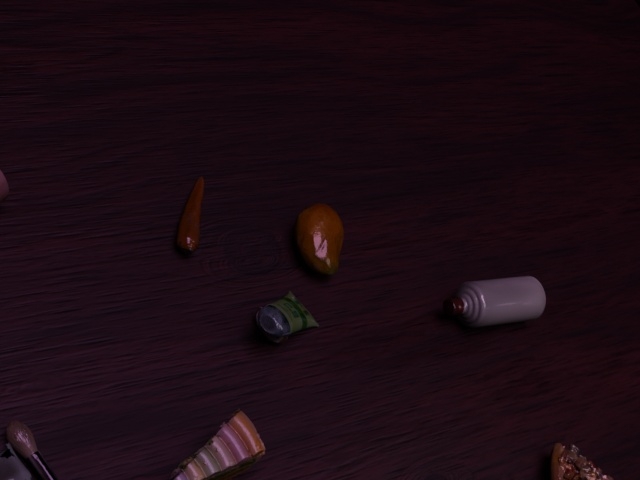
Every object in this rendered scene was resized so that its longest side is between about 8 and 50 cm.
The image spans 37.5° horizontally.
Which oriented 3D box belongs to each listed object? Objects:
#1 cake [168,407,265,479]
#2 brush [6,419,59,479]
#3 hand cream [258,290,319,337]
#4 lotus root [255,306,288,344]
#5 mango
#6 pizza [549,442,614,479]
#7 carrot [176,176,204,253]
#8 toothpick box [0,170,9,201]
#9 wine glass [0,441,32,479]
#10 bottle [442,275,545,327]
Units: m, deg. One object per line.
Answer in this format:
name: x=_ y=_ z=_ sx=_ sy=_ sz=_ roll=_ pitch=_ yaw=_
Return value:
cake: x=-0.190 y=0.395 z=1.599 sx=0.090 sy=0.109 sz=0.225 roll=45 pitch=48 yaw=7
brush: x=-0.417 y=0.413 z=1.518 sx=0.039 sy=0.042 sz=0.299 roll=-34 pitch=81 yaw=-26
hand cream: x=-0.065 y=0.148 z=1.856 sx=0.095 sy=0.046 sz=0.175 roll=48 pitch=23 yaw=11
lotus root: x=-0.100 y=0.170 z=1.861 sx=0.083 sy=0.030 sz=0.037 roll=55 pitch=25 yaw=13
mango: x=-0.006 y=-0.004 z=2.001 sx=0.115 sy=0.089 sz=0.165 roll=28 pitch=51 yaw=-21
pizza: x=0.556 y=0.508 z=1.926 sx=0.195 sy=0.052 sz=0.185 roll=17 pitch=52 yaw=-20
carrot: x=-0.261 y=-0.058 z=1.933 sx=0.048 sy=0.048 sz=0.216 roll=18 pitch=46 yaw=-16
toothpick box: x=-0.650 y=-0.076 z=1.696 sx=0.098 sy=0.098 sz=0.149 roll=40 pitch=49 yaw=3
wine glass: x=-0.469 y=0.411 z=1.458 sx=0.079 sy=0.079 sz=0.196 roll=-23 pitch=71 yaw=-38
bottle: x=0.378 y=0.137 z=2.092 sx=0.245 sy=0.104 sz=0.104 roll=-3 pitch=59 yaw=-30
